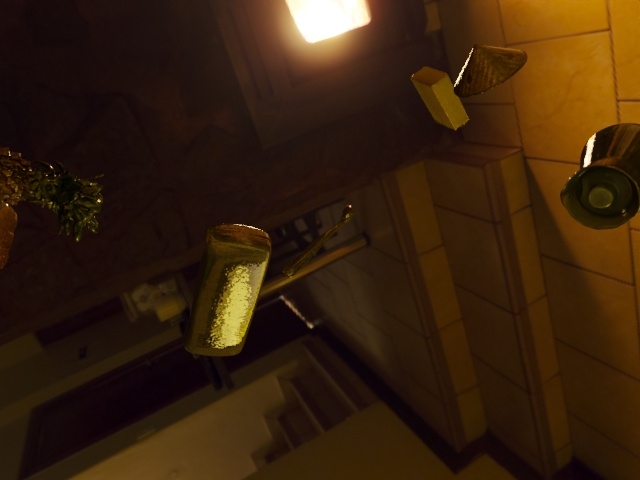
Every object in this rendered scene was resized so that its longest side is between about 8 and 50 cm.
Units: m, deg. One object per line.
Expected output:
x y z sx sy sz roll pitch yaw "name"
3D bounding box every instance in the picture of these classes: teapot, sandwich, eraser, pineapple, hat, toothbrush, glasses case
0.598 -0.122 1.030 0.203 0.225 0.170 16 127 36 "teapot"
-0.990 -0.002 1.467 0.087 0.251 0.226 66 -161 -53 "sandwich"
0.253 -0.301 1.109 0.122 0.045 0.097 51 -179 -34 "eraser"
-0.399 -0.070 0.689 0.083 0.222 0.103 -101 29 -76 "pineapple"
0.304 -0.341 0.984 0.067 0.146 0.146 52 172 -27 "hat"
0.000 0.000 1.302 0.030 0.297 0.030 21 136 28 "toothbrush"
-0.194 0.110 1.071 0.074 0.131 0.323 -103 27 -51 "glasses case"
